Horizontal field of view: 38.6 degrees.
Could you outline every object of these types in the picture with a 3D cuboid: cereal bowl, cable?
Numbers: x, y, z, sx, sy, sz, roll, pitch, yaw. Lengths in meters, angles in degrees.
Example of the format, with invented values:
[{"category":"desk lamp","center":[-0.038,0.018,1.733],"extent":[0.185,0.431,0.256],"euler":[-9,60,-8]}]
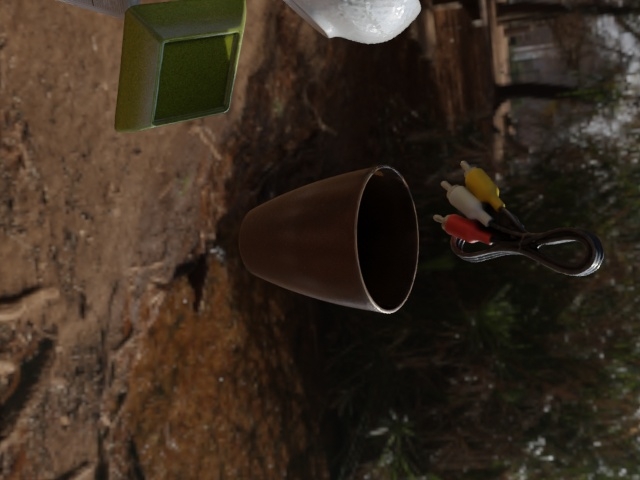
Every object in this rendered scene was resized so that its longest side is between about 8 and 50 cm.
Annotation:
[{"category":"cereal bowl","center":[0.001,-0.450,1.547],"extent":[0.339,0.141,0.339],"euler":[42,5,-5]},{"category":"cable","center":[0.271,-0.005,1.331],"extent":[0.072,0.287,0.140],"euler":[13,107,-38]}]

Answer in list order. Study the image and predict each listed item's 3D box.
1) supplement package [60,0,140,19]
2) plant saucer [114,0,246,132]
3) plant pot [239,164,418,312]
[{"category":"supplement package","center":[-0.340,-0.448,1.163],"extent":[0.198,0.262,0.199],"euler":[104,2,-65]},{"category":"plant saucer","center":[-0.180,-0.231,1.240],"extent":[0.188,0.045,0.188],"euler":[-18,138,-37]},{"category":"plant pot","center":[0.000,0.000,1.379],"extent":[0.215,0.230,0.216],"euler":[4,85,-61]}]
